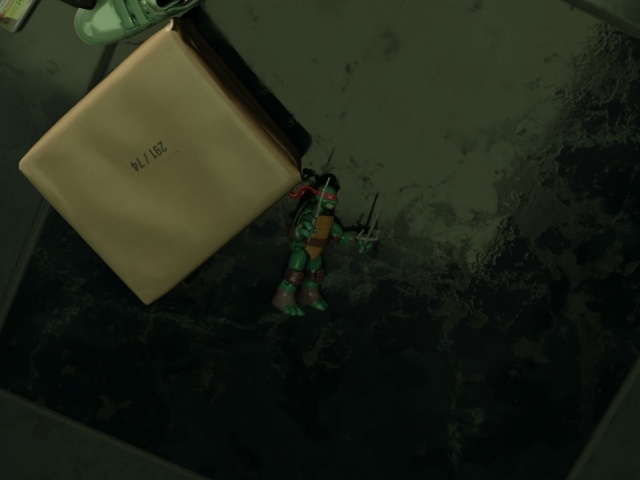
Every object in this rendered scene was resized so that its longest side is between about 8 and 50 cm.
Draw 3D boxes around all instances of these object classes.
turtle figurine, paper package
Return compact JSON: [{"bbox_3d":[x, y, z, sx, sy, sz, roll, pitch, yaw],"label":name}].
[{"bbox_3d":[0.000,0.000,1.747,0.175,0.118,0.234,2,114,-41],"label":"turtle figurine"},{"bbox_3d":[-0.235,-0.123,1.691,0.325,0.168,0.309,-39,101,12],"label":"paper package"}]

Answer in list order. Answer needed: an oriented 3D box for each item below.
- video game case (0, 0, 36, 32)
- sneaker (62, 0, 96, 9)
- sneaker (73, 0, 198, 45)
[{"bbox_3d":[-0.492,-0.458,1.679,0.193,0.023,0.212,35,104,-7],"label":"video game case"},{"bbox_3d":[-0.322,-0.466,1.626,0.106,0.101,0.267,31,90,-24],"label":"sneaker"},{"bbox_3d":[-0.268,-0.360,1.630,0.255,0.151,0.094,-25,105,11],"label":"sneaker"}]
